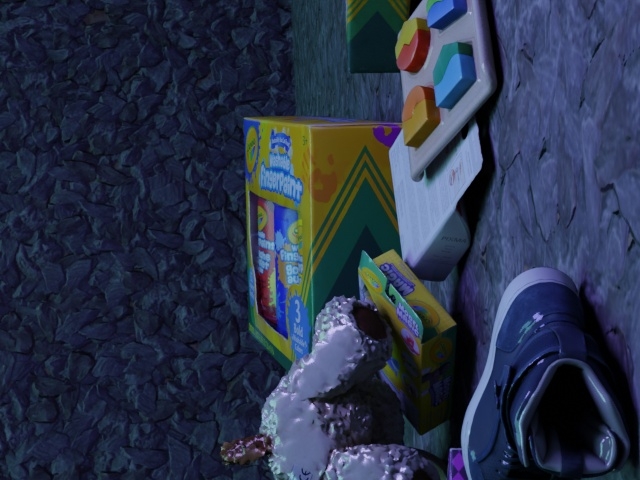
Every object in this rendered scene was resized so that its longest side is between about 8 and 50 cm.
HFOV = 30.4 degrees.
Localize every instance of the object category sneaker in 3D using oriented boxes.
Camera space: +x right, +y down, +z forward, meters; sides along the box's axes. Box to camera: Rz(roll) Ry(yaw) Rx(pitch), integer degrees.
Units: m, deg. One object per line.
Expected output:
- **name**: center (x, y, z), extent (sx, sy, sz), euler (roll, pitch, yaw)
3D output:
- **sneaker**: center (0.161, 0.155, 0.872), extent (0.163, 0.086, 0.226), euler (-97, 8, -64)

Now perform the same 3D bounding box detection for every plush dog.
- **plush dog**: center (0.024, 0.215, 1.315), extent (0.225, 0.211, 0.262), euler (26, -136, -67)

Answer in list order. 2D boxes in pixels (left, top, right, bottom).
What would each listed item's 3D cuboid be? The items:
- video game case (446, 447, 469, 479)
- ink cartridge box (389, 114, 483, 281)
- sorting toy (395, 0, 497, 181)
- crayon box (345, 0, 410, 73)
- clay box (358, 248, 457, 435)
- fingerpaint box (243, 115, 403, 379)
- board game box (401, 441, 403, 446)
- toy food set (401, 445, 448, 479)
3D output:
- **video game case**: center (0.135, 0.335, 1.118), extent (0.210, 0.042, 0.232), euler (79, -164, -66)
- **ink cartridge box**: center (0.142, -0.087, 1.289), extent (0.224, 0.056, 0.181), euler (122, 150, -53)
- **sorting toy**: center (0.122, -0.191, 1.236), extent (0.208, 0.038, 0.193), euler (123, 148, -57)
- **crayon box**: center (0.072, -0.387, 1.488), extent (0.323, 0.083, 0.203), euler (89, 180, -62)
- **clay box**: center (0.098, 0.109, 1.331), extent (0.127, 0.053, 0.222), euler (51, 159, 34)
- **fingerpaint box**: center (0.000, 0.000, 1.771), extent (0.445, 0.163, 0.371), euler (-152, 61, -73)
- **board game box**: center (0.100, 0.368, 1.788), extent (0.243, 0.042, 0.165), euler (-99, 9, -55)
- **toy food set**: center (0.108, 0.417, 1.451), extent (0.220, 0.092, 0.306), euler (108, 160, -73)
